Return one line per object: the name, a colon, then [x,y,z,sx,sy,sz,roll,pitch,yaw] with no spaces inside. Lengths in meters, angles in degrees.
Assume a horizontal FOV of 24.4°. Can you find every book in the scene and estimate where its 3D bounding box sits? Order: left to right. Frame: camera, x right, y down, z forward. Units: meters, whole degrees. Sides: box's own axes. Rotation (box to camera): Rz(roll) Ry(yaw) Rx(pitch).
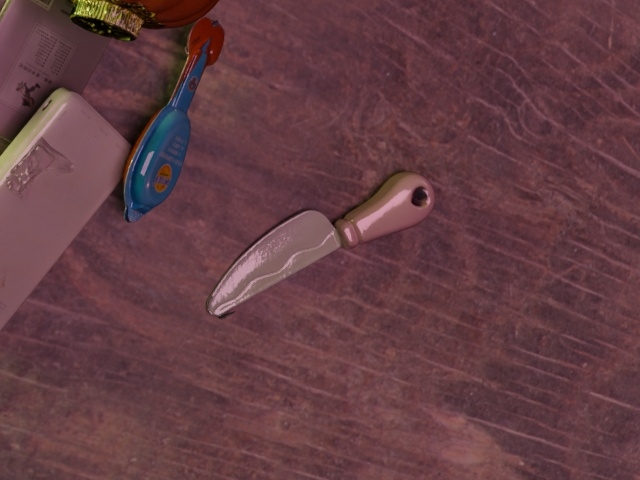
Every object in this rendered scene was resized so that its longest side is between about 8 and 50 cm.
book: [-0.312,-0.193,1.625,0.127,0.014,0.181,29,87,-34]

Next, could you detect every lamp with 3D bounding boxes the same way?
lamp: [-0.198,-0.311,1.541,0.223,0.223,0.196,21,83,-34]

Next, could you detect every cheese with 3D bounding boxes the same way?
cheese: [-0.170,-0.138,1.698,0.256,0.037,0.106,-68,160,-2]

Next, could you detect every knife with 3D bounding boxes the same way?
knife: [0.000,-0.003,1.853,0.336,0.043,0.081,-27,110,-21]

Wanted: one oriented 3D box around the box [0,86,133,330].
box: [-0.328,-0.025,1.631,0.285,0.044,0.142,-53,136,-9]
